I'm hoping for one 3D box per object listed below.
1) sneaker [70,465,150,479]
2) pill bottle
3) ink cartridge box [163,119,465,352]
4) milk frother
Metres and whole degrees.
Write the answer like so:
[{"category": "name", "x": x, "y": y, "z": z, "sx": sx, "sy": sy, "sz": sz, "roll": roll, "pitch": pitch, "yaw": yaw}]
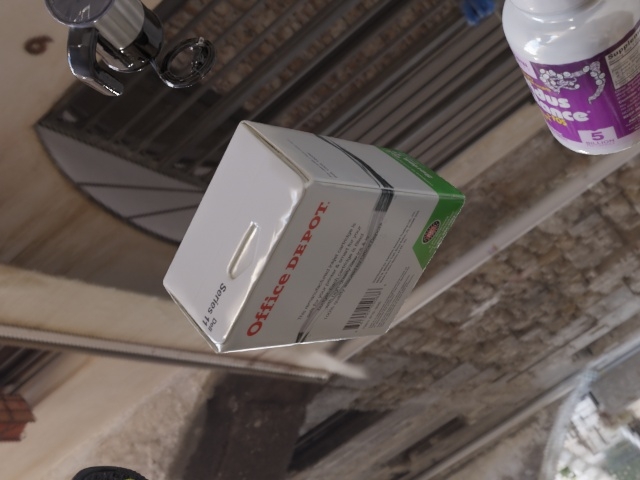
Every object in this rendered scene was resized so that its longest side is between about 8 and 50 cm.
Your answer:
[{"category": "sneaker", "x": -0.210, "y": 0.327, "z": 0.966, "sx": 0.209, "sy": 0.082, "sz": 0.069, "roll": 20, "pitch": -125, "yaw": -25}, {"category": "pill bottle", "x": 0.325, "y": -0.252, "z": 0.981, "sx": 0.301, "sy": 0.169, "sz": 0.169, "roll": 44, "pitch": -163, "yaw": -47}, {"category": "ink cartridge box", "x": 0.000, "y": 0.000, "z": 0.631, "sx": 0.087, "sy": 0.153, "sz": 0.208, "roll": 43, "pitch": -156, "yaw": 32}, {"category": "milk frother", "x": -0.201, "y": -0.233, "z": 0.865, "sx": 0.135, "sy": 0.143, "sz": 0.129, "roll": 40, "pitch": -142, "yaw": -77}]
